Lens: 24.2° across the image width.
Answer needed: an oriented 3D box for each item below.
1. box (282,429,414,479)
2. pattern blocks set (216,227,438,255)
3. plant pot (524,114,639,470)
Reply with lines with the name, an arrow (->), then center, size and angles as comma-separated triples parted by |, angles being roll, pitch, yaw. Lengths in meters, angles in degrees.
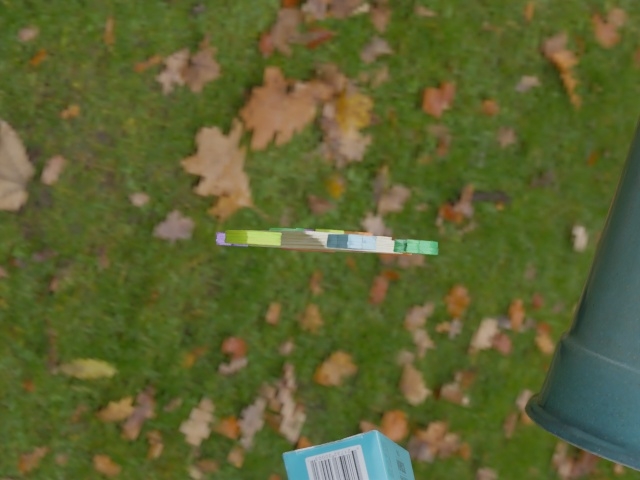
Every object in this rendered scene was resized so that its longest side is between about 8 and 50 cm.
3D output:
box -> 0.036, 0.251, 1.571 | 0.244, 0.101, 0.060 | 50, 26, -73
pattern blocks set -> 0.000, 0.000, 1.982 | 0.285, 0.325, 0.026 | 4, 88, -47
plant pot -> 0.407, 0.049, 1.472 | 0.341, 0.341, 0.334 | 6, 100, -47
